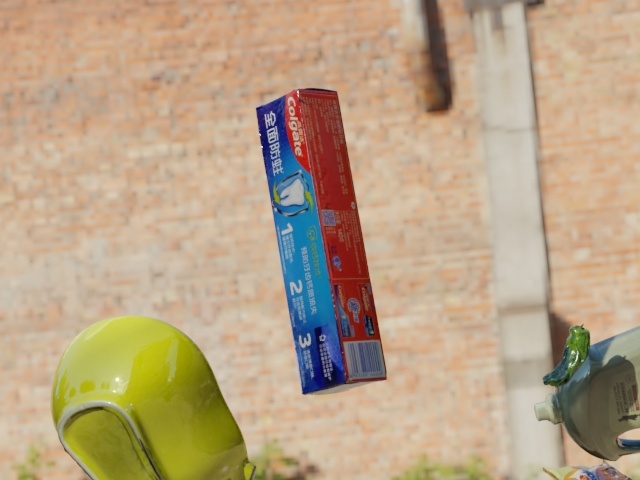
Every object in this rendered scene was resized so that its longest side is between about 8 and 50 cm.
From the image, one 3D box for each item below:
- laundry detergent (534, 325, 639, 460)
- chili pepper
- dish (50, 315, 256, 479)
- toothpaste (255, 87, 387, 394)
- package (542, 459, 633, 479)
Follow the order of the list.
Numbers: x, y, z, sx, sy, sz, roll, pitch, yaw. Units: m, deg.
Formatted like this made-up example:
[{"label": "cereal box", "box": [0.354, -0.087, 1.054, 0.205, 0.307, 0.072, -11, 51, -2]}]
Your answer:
[{"label": "laundry detergent", "box": [0.411, 0.205, 2.111, 0.253, 0.181, 0.091, -14, 20, -1]}, {"label": "chili pepper", "box": [0.313, 0.146, 1.986, 0.034, 0.091, 0.030, 26, 7, -3]}, {"label": "dish", "box": [-0.212, 0.225, 1.813, 0.221, 0.262, 0.108, -24, 14, 33]}, {"label": "toothpaste", "box": [-0.001, 0.000, 1.685, 0.066, 0.320, 0.076, 1, -14, -43]}, {"label": "package", "box": [0.387, 0.342, 2.213, 0.121, 0.031, 0.108, -2, 22, -29]}]
